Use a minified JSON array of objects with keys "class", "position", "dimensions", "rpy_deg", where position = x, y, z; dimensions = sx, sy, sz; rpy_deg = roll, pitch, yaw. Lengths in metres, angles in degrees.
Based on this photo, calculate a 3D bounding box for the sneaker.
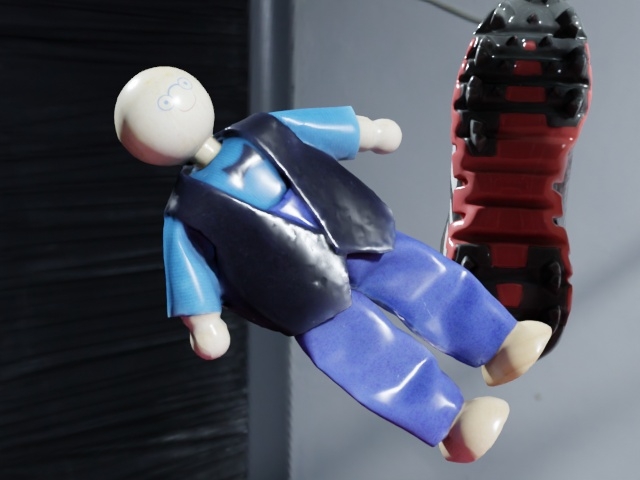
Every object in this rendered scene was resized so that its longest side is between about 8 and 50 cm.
[{"class":"sneaker","position":[0.140,-0.045,0.746],"dimensions":[0.097,0.135,0.276],"rpy_deg":[5,84,5]}]

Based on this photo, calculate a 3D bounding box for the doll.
[{"class":"doll","position":[0.000,0.000,0.391],"dimensions":[0.189,0.129,0.046],"rpy_deg":[38,156,-7]}]
